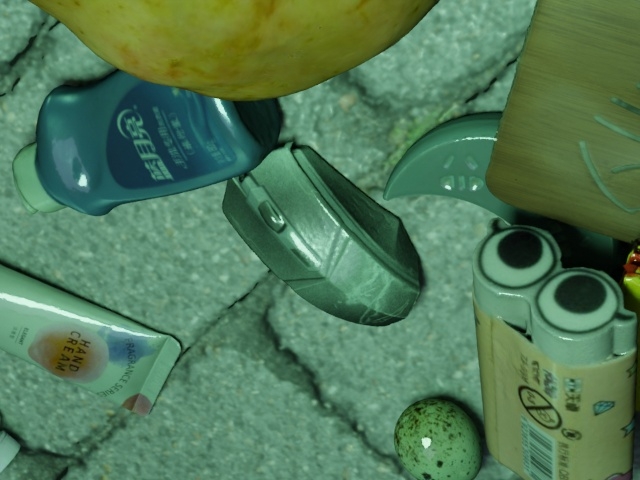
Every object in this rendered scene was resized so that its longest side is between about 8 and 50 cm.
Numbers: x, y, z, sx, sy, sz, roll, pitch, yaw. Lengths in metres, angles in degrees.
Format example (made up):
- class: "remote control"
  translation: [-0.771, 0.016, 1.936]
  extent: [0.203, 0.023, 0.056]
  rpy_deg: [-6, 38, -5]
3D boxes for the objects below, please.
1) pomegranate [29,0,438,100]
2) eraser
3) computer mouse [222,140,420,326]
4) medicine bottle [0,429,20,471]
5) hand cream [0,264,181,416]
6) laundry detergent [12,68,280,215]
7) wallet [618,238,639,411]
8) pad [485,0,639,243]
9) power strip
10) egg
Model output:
- class: "pomegranate"
  translation: [-0.079, -0.308, 1.256]
  extent: [0.411, 0.411, 0.411]
  rpy_deg: [9, 125, 14]
- class: "eraser"
  translation: [0.211, 0.125, 1.530]
  extent: [0.171, 0.087, 0.290]
  rpy_deg: [36, 154, 32]
- class: "computer mouse"
  translation: [-0.002, 0.003, 1.612]
  extent: [0.231, 0.071, 0.126]
  rpy_deg: [42, 126, -10]
- class: "medicine bottle"
  translation: [-0.402, 0.215, 1.893]
  extent: [0.118, 0.074, 0.055]
  rpy_deg: [42, 125, -12]
- class: "hand cream"
  translation: [-0.322, 0.084, 1.787]
  extent: [0.340, 0.078, 0.124]
  rpy_deg: [26, 126, -4]
- class: "laundry detergent"
  translation: [-0.186, -0.098, 1.595]
  extent: [0.290, 0.094, 0.143]
  rpy_deg: [-20, 112, 29]
- class: "wallet"
  translation: [0.321, 0.088, 1.525]
  extent: [0.141, 0.067, 0.241]
  rpy_deg: [16, 150, 4]
- class: "pad"
  translation: [0.292, -0.082, 1.374]
  extent: [0.286, 0.018, 0.284]
  rpy_deg: [18, 143, 6]
- class: "power strip"
  translation: [0.193, -0.023, 1.538]
  extent: [0.253, 0.054, 0.167]
  rpy_deg: [35, 128, -5]
- class: "egg"
  translation: [0.123, 0.209, 1.699]
  extent: [0.085, 0.085, 0.110]
  rpy_deg: [-27, 129, 32]
